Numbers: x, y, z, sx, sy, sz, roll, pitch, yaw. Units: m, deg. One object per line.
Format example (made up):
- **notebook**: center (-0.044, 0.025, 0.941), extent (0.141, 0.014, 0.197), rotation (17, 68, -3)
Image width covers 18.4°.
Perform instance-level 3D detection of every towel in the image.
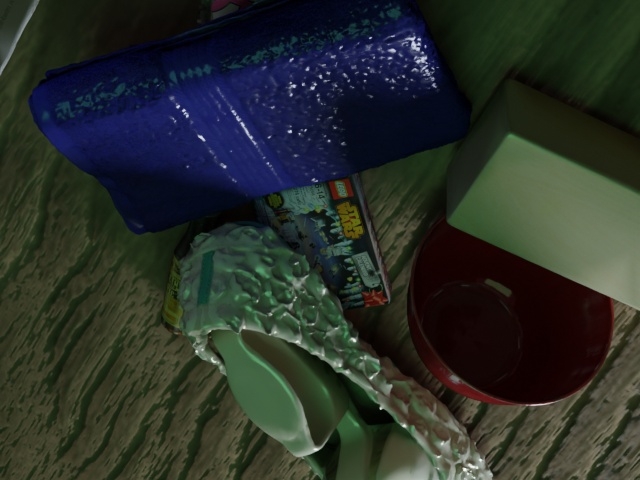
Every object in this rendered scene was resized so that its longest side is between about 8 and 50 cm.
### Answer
- **towel**: center (-0.050, -0.112, 1.562), extent (0.308, 0.076, 0.227), rotation (-15, 153, 11)

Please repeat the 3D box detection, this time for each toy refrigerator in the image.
- **toy refrigerator**: center (0.244, -0.022, 1.607), extent (0.270, 0.094, 0.102), rotation (24, 124, -12)

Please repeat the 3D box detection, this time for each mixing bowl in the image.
- **mixing bowl**: center (0.144, 0.064, 1.658), extent (0.181, 0.181, 0.098), rotation (25, 153, -9)

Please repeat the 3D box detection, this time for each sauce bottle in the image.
- **sauce bottle**: center (-0.110, 0.023, 1.723), extent (0.042, 0.042, 0.128), rotation (13, 122, -1)

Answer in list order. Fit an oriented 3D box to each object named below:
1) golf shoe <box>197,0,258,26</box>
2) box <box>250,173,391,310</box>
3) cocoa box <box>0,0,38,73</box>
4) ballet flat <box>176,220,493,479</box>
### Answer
- **golf shoe**: center (-0.050, -0.213, 1.542), extent (0.086, 0.067, 0.186), rotation (11, 124, 1)
- **box**: center (0.000, 0.000, 1.700), extent (0.094, 0.027, 0.137), rotation (-10, 122, 13)
- **cocoa box**: center (-0.352, -0.194, 1.426), extent (0.228, 0.347, 0.231), rotation (-36, 113, 27)
- **ballet flat**: center (0.006, 0.155, 1.716), extent (0.147, 0.147, 0.409), rotation (-29, 122, 23)
